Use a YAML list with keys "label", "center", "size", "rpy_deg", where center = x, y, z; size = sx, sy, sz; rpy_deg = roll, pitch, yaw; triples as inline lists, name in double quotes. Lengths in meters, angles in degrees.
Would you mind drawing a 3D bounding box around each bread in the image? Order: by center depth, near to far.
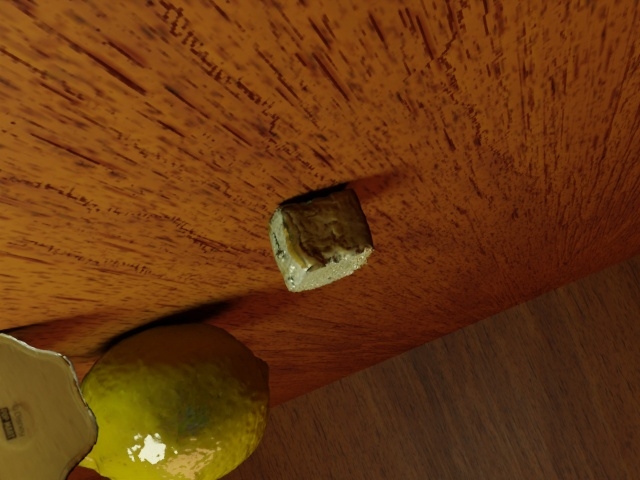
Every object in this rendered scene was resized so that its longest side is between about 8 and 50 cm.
- label: "bread"
  center: [-0.001, -0.001, 0.765]
  size: [0.083, 0.070, 0.076]
  rpy_deg: [-16, 165, -19]

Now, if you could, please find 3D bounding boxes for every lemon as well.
- label: "lemon"
  center: [-0.175, 0.199, 1.005]
  size: [0.260, 0.204, 0.204]
  rpy_deg: [-15, 165, -26]

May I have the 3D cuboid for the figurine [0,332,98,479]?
- label: "figurine"
  center: [-0.358, 0.206, 0.844]
  size: [0.257, 0.181, 0.208]
  rpy_deg: [-35, -158, 49]
